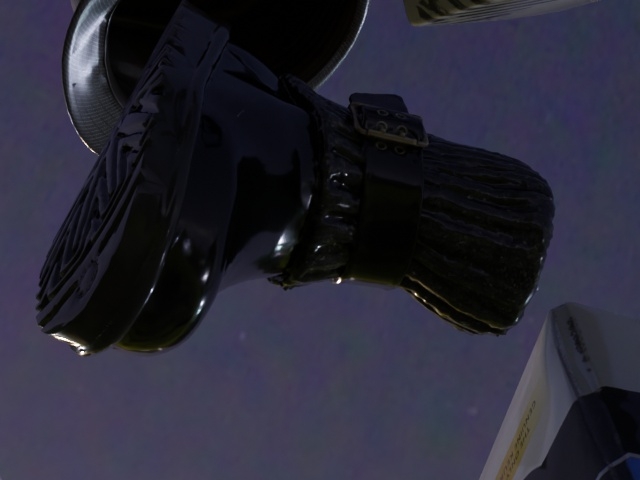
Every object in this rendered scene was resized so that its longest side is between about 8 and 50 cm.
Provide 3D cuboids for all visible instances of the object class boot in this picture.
[{"bbox_3d":[0.002,-0.004,1.022,0.260,0.348,0.131,29,-63,-9],"label":"boot"}]

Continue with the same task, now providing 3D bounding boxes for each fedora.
[{"bbox_3d":[-0.098,-0.194,1.437,0.275,0.124,0.243,-26,-42,-14],"label":"fedora"}]

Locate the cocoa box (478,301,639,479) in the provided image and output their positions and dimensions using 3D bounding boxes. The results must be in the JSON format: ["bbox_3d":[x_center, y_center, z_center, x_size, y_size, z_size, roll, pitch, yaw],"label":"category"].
[{"bbox_3d":[0.137,0.241,0.602,0.231,0.228,0.347,14,-66,-12],"label":"cocoa box"}]

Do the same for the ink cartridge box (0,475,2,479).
[{"bbox_3d":[-0.293,0.269,1.503,0.069,0.176,0.371,-8,-46,3],"label":"ink cartridge box"}]

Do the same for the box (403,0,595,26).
[{"bbox_3d":[0.137,-0.156,0.648,0.275,0.094,0.113,-12,-92,55],"label":"box"}]
